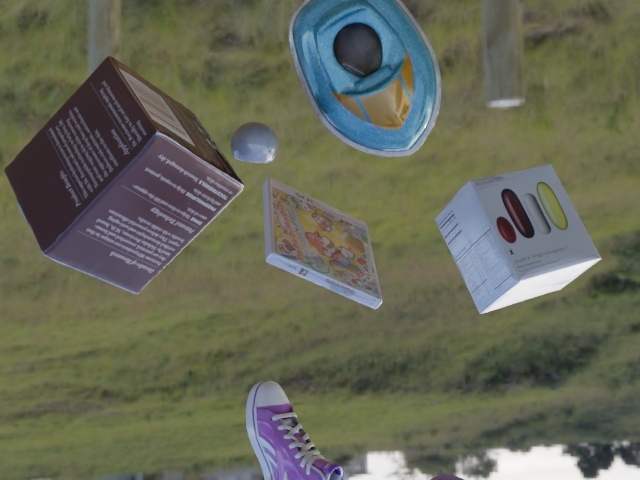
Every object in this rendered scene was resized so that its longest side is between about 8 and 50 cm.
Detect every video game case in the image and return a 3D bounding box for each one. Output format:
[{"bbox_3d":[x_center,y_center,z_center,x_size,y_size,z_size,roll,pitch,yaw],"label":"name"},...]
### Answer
[{"bbox_3d":[0.000,0.000,1.462,0.206,0.026,0.227,24,-150,-21],"label":"video game case"}]

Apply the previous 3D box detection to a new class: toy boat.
[{"bbox_3d":[0.015,-0.205,1.253,0.318,0.267,0.148,-33,-173,7],"label":"toy boat"}]

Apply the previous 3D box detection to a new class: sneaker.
[{"bbox_3d":[-0.029,0.367,1.531,0.102,0.282,0.161,-2,160,-47],"label":"sneaker"}]

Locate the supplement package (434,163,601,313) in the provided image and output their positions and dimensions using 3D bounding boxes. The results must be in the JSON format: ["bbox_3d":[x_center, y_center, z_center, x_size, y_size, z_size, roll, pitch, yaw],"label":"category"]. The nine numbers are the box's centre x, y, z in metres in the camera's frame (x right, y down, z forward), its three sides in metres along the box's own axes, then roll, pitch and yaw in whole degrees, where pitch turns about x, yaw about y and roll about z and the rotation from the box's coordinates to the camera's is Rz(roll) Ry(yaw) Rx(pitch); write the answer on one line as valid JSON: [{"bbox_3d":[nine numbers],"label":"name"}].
[{"bbox_3d":[0.355,-0.005,1.598,0.194,0.203,0.149,-14,159,-26],"label":"supplement package"}]

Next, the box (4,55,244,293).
[{"bbox_3d":[-0.242,-0.077,1.085,0.203,0.168,0.167,-44,144,11],"label":"box"}]

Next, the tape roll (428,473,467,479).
[{"bbox_3d":[0.168,0.460,1.174,0.090,0.275,0.275,15,-172,38],"label":"tape roll"}]
